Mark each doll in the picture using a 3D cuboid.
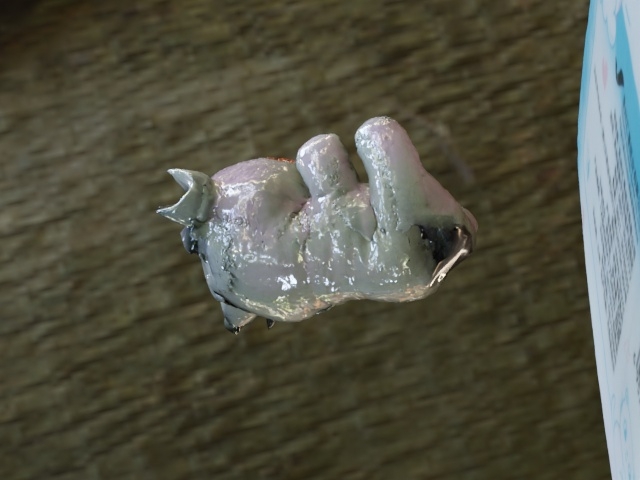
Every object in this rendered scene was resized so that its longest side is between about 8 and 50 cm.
[{"bbox_3d":[0.000,0.000,0.997,0.149,0.192,0.095,52,-143,-50],"label":"doll"}]

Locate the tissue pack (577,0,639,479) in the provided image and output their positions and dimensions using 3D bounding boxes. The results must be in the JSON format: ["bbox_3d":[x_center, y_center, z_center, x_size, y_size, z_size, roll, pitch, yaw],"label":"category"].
[{"bbox_3d":[0.145,0.007,0.465,0.201,0.124,0.271,81,-171,-50],"label":"tissue pack"}]
